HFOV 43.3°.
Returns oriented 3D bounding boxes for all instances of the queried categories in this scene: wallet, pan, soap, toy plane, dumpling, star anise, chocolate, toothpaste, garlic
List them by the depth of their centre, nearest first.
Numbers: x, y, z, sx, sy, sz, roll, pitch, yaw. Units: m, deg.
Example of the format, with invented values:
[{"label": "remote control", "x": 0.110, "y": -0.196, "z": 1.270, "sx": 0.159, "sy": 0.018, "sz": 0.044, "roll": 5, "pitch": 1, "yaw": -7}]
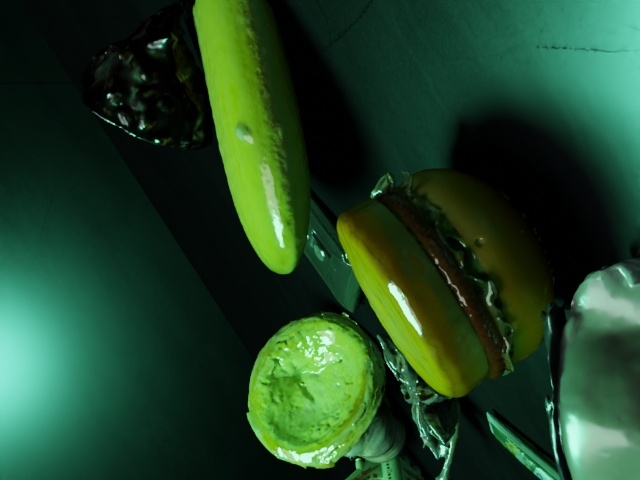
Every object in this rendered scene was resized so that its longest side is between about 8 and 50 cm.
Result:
[{"label": "dumpling", "x": 0.288, "y": 0.160, "z": 0.672, "sx": 0.204, "sy": 0.163, "sz": 0.293, "roll": 32, "pitch": 140, "yaw": 63}, {"label": "soap", "x": -0.090, "y": -0.163, "z": 1.144, "sx": 0.306, "sy": 0.115, "sz": 0.427, "roll": -166, "pitch": 64, "yaw": -73}, {"label": "toothpaste", "x": 0.306, "y": 0.313, "z": 1.147, "sx": 0.204, "sy": 0.031, "sz": 0.049, "roll": 37, "pitch": 154, "yaw": 52}, {"label": "chocolate", "x": -0.228, "y": -0.259, "z": 1.207, "sx": 0.206, "sy": 0.177, "sz": 0.224, "roll": 19, "pitch": -158, "yaw": -29}, {"label": "pan", "x": -0.215, "y": -0.379, "z": 1.239, "sx": 0.235, "sy": 0.028, "sz": 0.136, "roll": 67, "pitch": 173, "yaw": -19}, {"label": "star anise", "x": 0.176, "y": 0.262, "z": 1.326, "sx": 0.262, "sy": 0.081, "sz": 0.230, "roll": 65, "pitch": 165, "yaw": 7}, {"label": "wallet", "x": 0.000, "y": 0.000, "z": 1.388, "sx": 0.245, "sy": 0.052, "sz": 0.168, "roll": 51, "pitch": 160, "yaw": 23}, {"label": "garlic", "x": 0.071, "y": 0.373, "z": 1.719, "sx": 0.245, "sy": 0.160, "sz": 0.245, "roll": 20, "pitch": 175, "yaw": 2}, {"label": "toy plane", "x": 0.153, "y": 0.520, "z": 1.788, "sx": 0.256, "sy": 0.242, "sz": 0.104, "roll": -109, "pitch": 36, "yaw": -57}]

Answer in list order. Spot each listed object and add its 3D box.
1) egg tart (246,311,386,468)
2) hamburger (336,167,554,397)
[{"label": "egg tart", "x": 0.001, "y": 0.297, "z": 1.583, "sx": 0.315, "sy": 0.315, "sz": 0.120, "roll": 42, "pitch": -178, "yaw": 39}, {"label": "hamburger", "x": 0.135, "y": 0.029, "z": 0.827, "sx": 0.246, "sy": 0.170, "sz": 0.246, "roll": 59, "pitch": 176, "yaw": 7}]
